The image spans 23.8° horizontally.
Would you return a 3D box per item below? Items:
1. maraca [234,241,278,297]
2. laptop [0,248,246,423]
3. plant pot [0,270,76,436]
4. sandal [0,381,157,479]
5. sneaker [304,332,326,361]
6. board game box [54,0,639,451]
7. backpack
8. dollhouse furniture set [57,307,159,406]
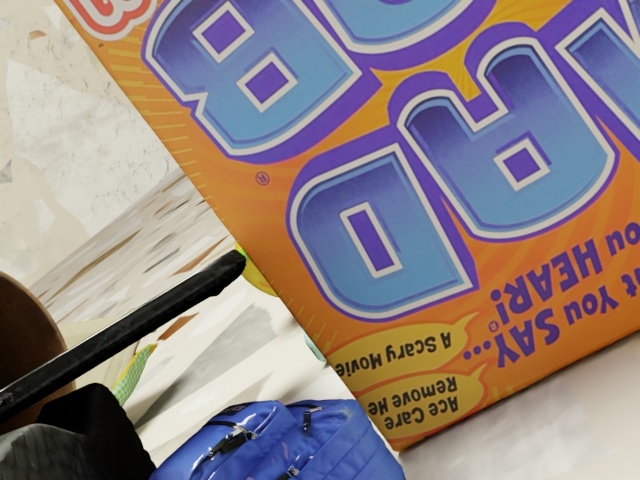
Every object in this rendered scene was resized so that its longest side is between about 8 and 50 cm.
[{"bbox_3d":[0.000,0.000,1.337,0.127,0.099,0.186,-26,-12,38],"label":"maraca"},{"bbox_3d":[-0.279,0.028,0.948,0.408,0.236,0.382,-31,1,-4],"label":"laptop"},{"bbox_3d":[-0.361,0.143,1.287,0.230,0.215,0.215,-17,21,44],"label":"plant pot"},{"bbox_3d":[-0.140,0.179,0.793,0.107,0.167,0.446,-28,1,-2],"label":"sandal"},{"bbox_3d":[0.026,0.052,1.173,0.069,0.038,0.098,-32,20,16],"label":"sneaker"},{"bbox_3d":[0.123,-0.166,0.911,0.356,0.356,0.356,-31,11,28],"label":"board game box"},{"bbox_3d":[-0.020,0.129,0.784,0.120,0.101,0.098,-37,15,-31],"label":"backpack"},{"bbox_3d":[-0.270,0.194,1.434,0.301,0.151,0.197,-10,43,29],"label":"dollhouse furniture set"}]
